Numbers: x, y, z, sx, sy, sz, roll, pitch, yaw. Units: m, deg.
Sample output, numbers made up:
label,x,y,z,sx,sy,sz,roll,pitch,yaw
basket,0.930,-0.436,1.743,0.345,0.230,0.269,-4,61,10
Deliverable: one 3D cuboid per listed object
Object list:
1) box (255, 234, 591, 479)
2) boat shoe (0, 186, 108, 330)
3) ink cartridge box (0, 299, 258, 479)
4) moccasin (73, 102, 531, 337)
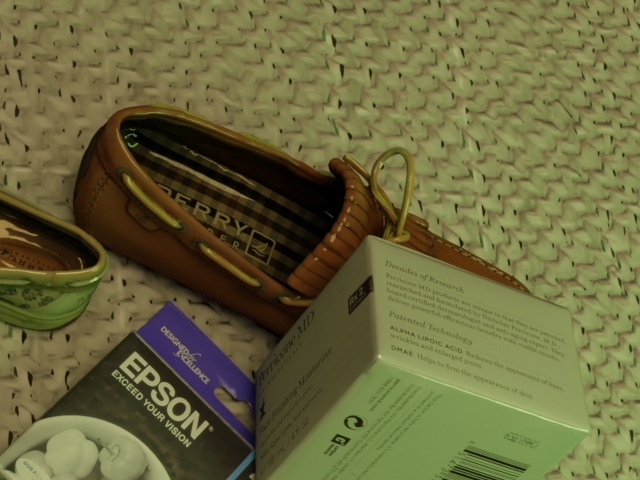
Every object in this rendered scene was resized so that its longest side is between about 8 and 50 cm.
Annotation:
label,x,y,z,sx,sy,sz,roll,pitch,yaw
box,0.069,0.118,1.137,0.182,0.181,0.119,20,41,-21
boat shoe,-0.291,-0.021,1.116,0.285,0.089,0.104,17,63,-16
ink cartridge box,-0.101,0.171,1.144,0.206,0.045,0.208,45,57,0
moccasin,0.001,-0.003,1.201,0.380,0.147,0.139,29,60,-10
